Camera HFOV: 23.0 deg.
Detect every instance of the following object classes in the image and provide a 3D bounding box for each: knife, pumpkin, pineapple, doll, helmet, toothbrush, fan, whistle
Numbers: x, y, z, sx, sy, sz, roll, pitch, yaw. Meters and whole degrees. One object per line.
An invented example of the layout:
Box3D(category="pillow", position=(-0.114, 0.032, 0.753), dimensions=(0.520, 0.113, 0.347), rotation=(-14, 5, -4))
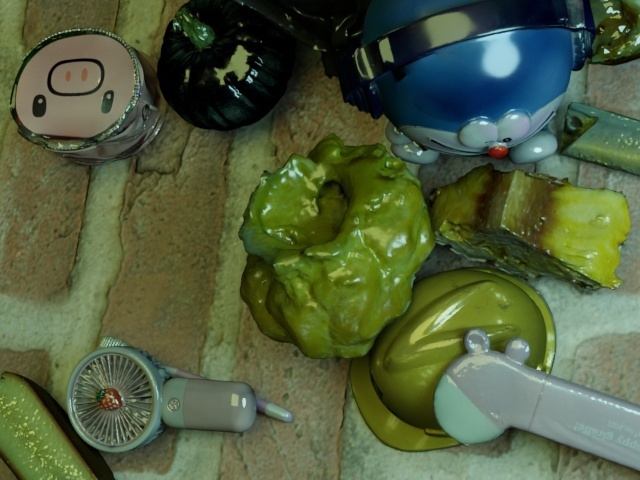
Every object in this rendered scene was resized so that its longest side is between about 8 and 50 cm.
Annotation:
Box3D(category="knife", position=(0.319, 0.206, 1.694), dimensions=(0.398, 0.038, 0.132), rotation=(18, 100, 8))
Box3D(category="pumpkin", position=(-0.117, -0.231, 1.989), dimensions=(0.194, 0.150, 0.194), rotation=(2, 97, 20))
Box3D(category="pineapple", position=(0.228, -0.019, 1.762), dimensions=(0.236, 0.186, 0.114), rotation=(7, 73, 11))
Box3D(category="doll", position=(0.164, -0.197, 1.744), dimensions=(0.284, 0.310, 0.240), rotation=(-14, 83, 7))
Box3D(category="helmet", position=(0.137, 0.121, 1.788), dimensions=(0.257, 0.140, 0.205), rotation=(-29, 66, 7))
Box3D(category="toothbrush", position=(-0.158, 0.170, 1.945), dimensions=(0.286, 0.020, 0.025), rotation=(18, 74, 24))
Box3D(category="fan", position=(-0.192, 0.195, 1.909), dimensions=(0.244, 0.074, 0.130), rotation=(1, 89, 21))
Box3D(category="whistle", position=(0.424, -0.088, 1.782), dimensions=(0.326, 0.057, 0.068), rotation=(20, 119, 26))

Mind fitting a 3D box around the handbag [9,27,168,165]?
Box3D(category="handbag", position=(-0.304, -0.188, 2.056), dimensions=(0.205, 0.116, 0.179), rotation=(-1, 75, 19))

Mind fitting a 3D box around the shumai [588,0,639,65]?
Box3D(category="shumai", position=(0.318, -0.332, 1.839), dimensions=(0.261, 0.225, 0.222), rotation=(51, 137, 50))

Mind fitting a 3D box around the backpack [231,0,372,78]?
Box3D(category="backpack", position=(-0.044, -0.399, 1.848), dimensions=(0.255, 0.445, 0.363), rotation=(-32, 60, 23))

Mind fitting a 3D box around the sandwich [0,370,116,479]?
Box3D(category="sandwich", position=(-0.332, 0.270, 1.941), dimensions=(0.094, 0.096, 0.258), rotation=(-41, 63, -3))

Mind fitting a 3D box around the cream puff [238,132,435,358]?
Box3D(category="cream puff", position=(0.001, -0.002, 1.804), dimensions=(0.282, 0.185, 0.282), rotation=(-47, 27, 33))
